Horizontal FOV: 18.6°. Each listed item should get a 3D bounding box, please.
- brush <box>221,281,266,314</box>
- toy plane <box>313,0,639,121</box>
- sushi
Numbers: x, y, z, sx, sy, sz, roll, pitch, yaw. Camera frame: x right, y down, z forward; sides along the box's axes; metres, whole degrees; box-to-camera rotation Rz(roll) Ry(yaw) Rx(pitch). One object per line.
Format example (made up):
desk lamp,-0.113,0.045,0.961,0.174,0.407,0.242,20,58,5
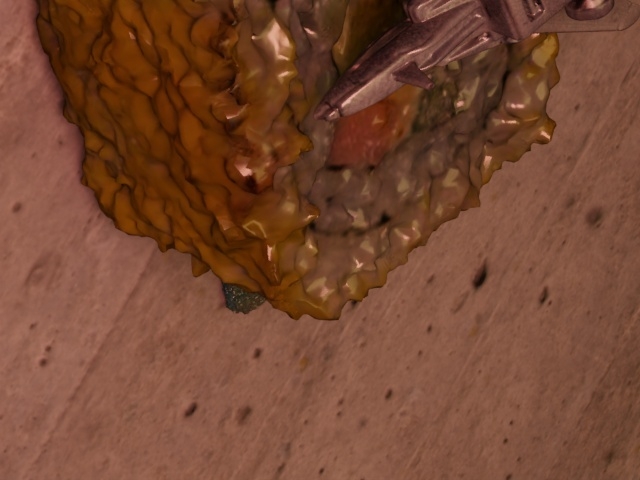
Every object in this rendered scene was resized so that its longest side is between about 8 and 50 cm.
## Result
brush,0.000,0.000,1.586,0.196,0.021,0.070,-24,126,-33
toy plane,0.106,-0.153,1.223,0.267,0.088,0.212,-43,131,-21
sushi,-0.003,-0.182,1.344,0.351,0.240,0.397,-34,132,-27
